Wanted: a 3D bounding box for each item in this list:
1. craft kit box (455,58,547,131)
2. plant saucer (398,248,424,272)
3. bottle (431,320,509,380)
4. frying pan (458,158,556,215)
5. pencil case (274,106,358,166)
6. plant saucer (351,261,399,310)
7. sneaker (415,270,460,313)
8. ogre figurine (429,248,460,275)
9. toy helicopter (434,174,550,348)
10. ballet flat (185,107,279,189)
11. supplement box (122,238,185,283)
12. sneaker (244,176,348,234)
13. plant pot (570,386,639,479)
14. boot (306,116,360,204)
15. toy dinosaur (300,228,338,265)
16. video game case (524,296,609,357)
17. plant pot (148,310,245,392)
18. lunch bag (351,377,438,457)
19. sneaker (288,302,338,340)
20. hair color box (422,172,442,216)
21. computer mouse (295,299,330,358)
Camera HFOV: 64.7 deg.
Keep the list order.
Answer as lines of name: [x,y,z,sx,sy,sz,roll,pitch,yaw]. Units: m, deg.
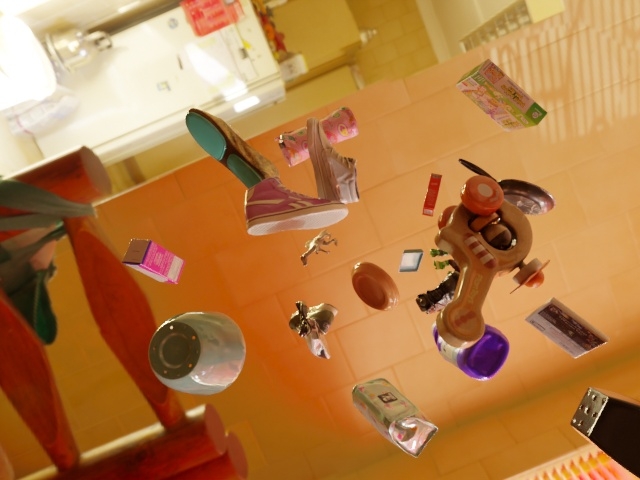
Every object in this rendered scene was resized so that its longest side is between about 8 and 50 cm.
craft kit box: [0.568,-0.454,1.615,0.246,0.061,0.250,37,6,-4]
plant saucer: [0.291,0.066,1.636,0.192,0.067,0.018,79,9,-67]
bottle: [0.331,0.234,1.174,0.092,0.118,0.283,33,-2,-4]
frying pan: [0.608,-0.168,1.619,0.326,0.053,0.197,31,-12,-20]
pencil case: [-0.012,-0.365,1.764,0.124,0.284,0.124,63,-6,12]
plant saucer: [0.179,0.164,1.730,0.200,0.037,0.200,30,-39,28]
sneaker: [0.421,0.195,1.793,0.087,0.130,0.227,64,-25,26]
ogre figurine: [0.502,0.096,1.858,0.197,0.118,0.097,49,-24,46]
toy helicopter: [0.321,0.060,0.969,0.235,0.355,0.140,29,-33,3]
ballet flat: [-0.260,-0.276,1.535,0.348,0.123,0.123,44,-1,6]
supplement box: [-0.680,0.088,2.081,0.220,0.111,0.114,46,54,-53]
sneaker: [-0.071,-0.115,1.396,0.102,0.282,0.161,100,-18,-64]
plant pot: [0.828,0.517,1.419,0.167,0.188,0.187,28,0,5]
boot: [0.042,-0.224,1.420,0.095,0.123,0.258,-54,134,-67]
toy dinosaur: [0.000,0.000,1.503,0.183,0.092,0.053,-54,129,-42]
video game case: [0.744,0.268,1.539,0.190,0.022,0.173,39,-25,14]
plant pot: [-0.429,0.370,1.683,0.235,0.293,0.293,44,22,-71]
lunch bag: [0.248,0.604,1.762,0.262,0.160,0.223,40,-3,-39]
sneaker: [-0.034,0.236,1.384,0.064,0.192,0.086,39,49,-21]
hair color box: [0.406,-0.166,1.838,0.072,0.043,0.141,72,32,-67]
computer mouse: [-0.021,0.233,1.230,0.106,0.042,0.193,-107,175,-46]
